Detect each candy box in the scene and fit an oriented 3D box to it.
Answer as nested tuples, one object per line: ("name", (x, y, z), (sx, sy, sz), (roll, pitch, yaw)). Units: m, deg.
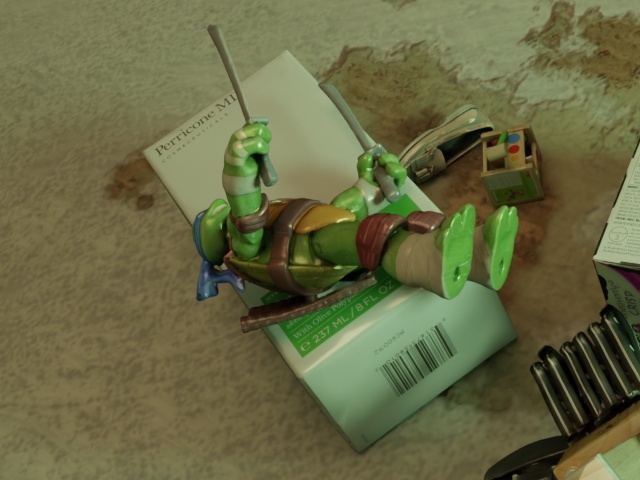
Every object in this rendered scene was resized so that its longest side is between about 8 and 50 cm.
("candy box", (0.315, -0.026, 1.125), (0.071, 0.159, 0.233), (11, 58, 31))

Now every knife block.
("knife block", (0.266, 0.183, 0.992), (0.088, 0.242, 0.275), (-38, 80, 17))

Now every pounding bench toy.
("pounding bench toy", (0.186, -0.086, 1.288), (0.052, 0.083, 0.065), (-11, 51, 19))

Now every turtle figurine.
("turtle figurine", (0.020, -0.055, 1.060), (0.266, 0.198, 0.274), (14, 66, 29))

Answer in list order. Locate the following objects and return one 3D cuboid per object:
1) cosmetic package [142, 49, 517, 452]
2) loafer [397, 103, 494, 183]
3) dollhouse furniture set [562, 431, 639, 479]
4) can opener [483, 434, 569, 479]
("cosmetic package", (0.000, 0.000, 1.263), (0.197, 0.155, 0.365), (-37, 48, -4))
("loafer", (0.126, -0.094, 1.354), (0.125, 0.045, 0.039), (-40, 54, -12))
("dollhouse furniture set", (0.260, 0.245, 0.749), (0.286, 0.198, 0.303), (-42, 74, 16))
("can opener", (0.103, 0.238, 1.089), (0.280, 0.074, 0.093), (-17, 14, 10))
